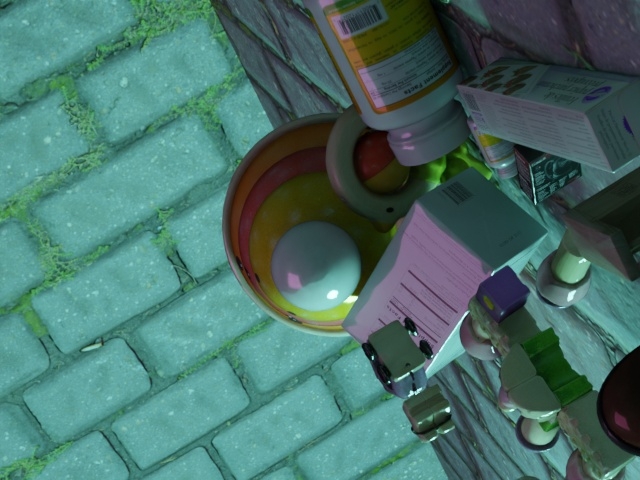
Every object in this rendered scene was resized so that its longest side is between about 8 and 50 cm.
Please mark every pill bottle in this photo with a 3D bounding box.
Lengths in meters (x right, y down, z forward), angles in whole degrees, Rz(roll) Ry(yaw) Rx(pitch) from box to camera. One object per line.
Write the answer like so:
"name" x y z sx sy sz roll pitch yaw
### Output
"pill bottle" 0.087 -0.218 1.564 0.246 0.136 0.136 62 173 -21
"pill bottle" 0.208 -0.115 1.538 0.083 0.043 0.043 61 173 -20

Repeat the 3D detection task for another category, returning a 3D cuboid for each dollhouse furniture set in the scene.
"dollhouse furniture set" 0.276 -0.009 0.926 0.129 0.183 0.129 61 173 -18

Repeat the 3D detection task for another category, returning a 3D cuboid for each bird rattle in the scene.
"bird rattle" 0.097 -0.129 1.699 0.143 0.207 0.253 14 147 55

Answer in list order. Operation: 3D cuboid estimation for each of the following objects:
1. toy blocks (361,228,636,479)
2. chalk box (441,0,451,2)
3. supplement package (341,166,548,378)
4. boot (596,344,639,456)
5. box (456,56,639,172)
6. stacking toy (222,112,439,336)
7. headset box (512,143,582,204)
"toy blocks" 0.239 0.190 1.510 0.288 0.309 0.260 57 167 20
"chalk box" 0.110 -0.294 1.100 0.132 0.132 0.213 62 173 -28
"supplement package" 0.154 0.051 1.673 0.134 0.139 0.244 43 131 16
"boot" 0.291 0.037 0.726 0.280 0.264 0.096 71 -170 -67
"box" 0.225 -0.129 1.279 0.067 0.063 0.324 59 173 -16
"stacking toy" 0.000 0.000 1.841 0.351 0.350 0.480 59 -171 -3
"headset box" 0.238 -0.086 1.372 0.032 0.062 0.083 53 172 37
